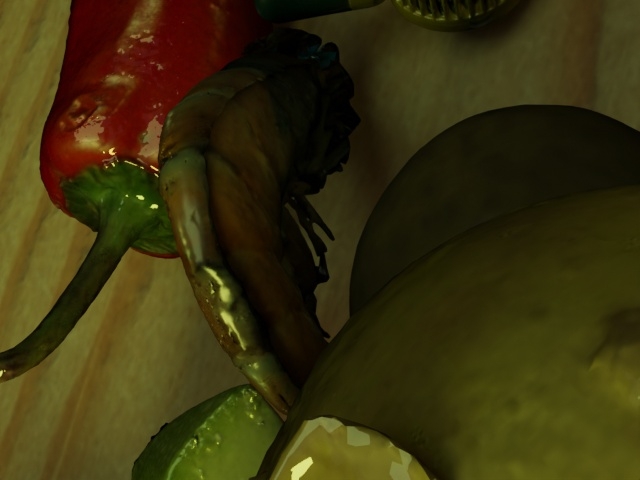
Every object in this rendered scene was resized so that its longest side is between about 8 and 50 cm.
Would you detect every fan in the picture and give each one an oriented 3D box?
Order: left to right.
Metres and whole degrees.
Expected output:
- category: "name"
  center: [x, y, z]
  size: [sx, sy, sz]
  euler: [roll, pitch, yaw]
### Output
- category: "fan"
  center: [0.037, -0.148, 0.967]
  size: [0.155, 0.039, 0.082]
  euler: [-11, 55, 9]

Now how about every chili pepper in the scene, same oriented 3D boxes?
- category: "chili pepper"
  center: [-0.092, -0.062, 1.017]
  size: [0.134, 0.131, 0.338]
  euler: [-7, 63, 17]

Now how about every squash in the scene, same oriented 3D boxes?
- category: "squash"
  center: [-0.047, 0.188, 0.865]
  size: [0.192, 0.085, 0.184]
  euler: [52, 135, 1]

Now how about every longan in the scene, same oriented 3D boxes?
- category: "longan"
  center: [0.107, 0.035, 0.810]
  size: [0.204, 0.159, 0.185]
  euler: [27, 97, 31]

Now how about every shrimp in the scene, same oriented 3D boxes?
- category: "shrimp"
  center: [0.000, 0.000, 0.917]
  size: [0.054, 0.222, 0.290]
  euler: [-23, 19, 20]

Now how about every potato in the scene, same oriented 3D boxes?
- category: "potato"
  center: [0.078, 0.176, 0.611]
  size: [0.319, 0.385, 0.442]
  euler: [45, 118, 35]
